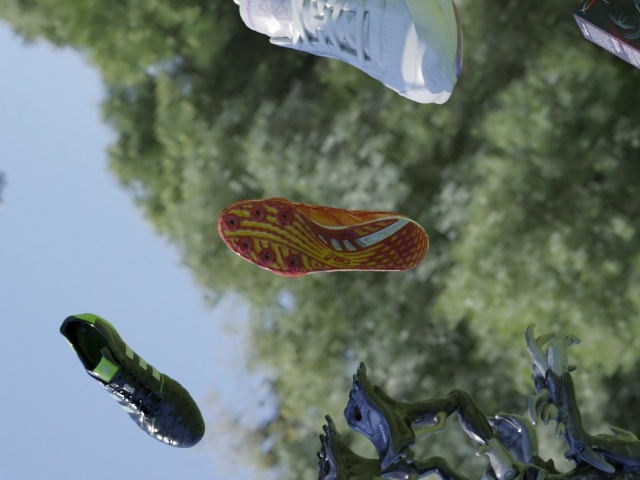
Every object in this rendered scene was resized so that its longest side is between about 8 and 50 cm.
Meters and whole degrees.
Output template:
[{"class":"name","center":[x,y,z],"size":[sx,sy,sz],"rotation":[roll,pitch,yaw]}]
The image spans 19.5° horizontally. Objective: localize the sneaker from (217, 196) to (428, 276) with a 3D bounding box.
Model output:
[{"class":"sneaker","center":[0.000,0.000,1.539],"size":[0.175,0.064,0.067],"rotation":[8,-177,-11]}]

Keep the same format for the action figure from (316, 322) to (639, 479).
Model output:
[{"class":"action figure","center":[0.145,0.141,1.291],"size":[0.276,0.164,0.141],"rotation":[10,-137,-10]}]

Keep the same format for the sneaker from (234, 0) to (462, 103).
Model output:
[{"class":"sneaker","center":[0.020,-0.187,1.640],"size":[0.152,0.114,0.305],"rotation":[-11,-154,-22]}]

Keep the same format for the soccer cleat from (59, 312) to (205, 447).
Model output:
[{"class":"soccer cleat","center":[-0.186,0.137,1.809],"size":[0.179,0.060,0.072],"rotation":[42,-172,18]}]

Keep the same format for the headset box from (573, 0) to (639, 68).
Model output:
[{"class":"headset box","center":[0.196,-0.126,1.055],"size":[0.083,0.062,0.032],"rotation":[36,176,31]}]
